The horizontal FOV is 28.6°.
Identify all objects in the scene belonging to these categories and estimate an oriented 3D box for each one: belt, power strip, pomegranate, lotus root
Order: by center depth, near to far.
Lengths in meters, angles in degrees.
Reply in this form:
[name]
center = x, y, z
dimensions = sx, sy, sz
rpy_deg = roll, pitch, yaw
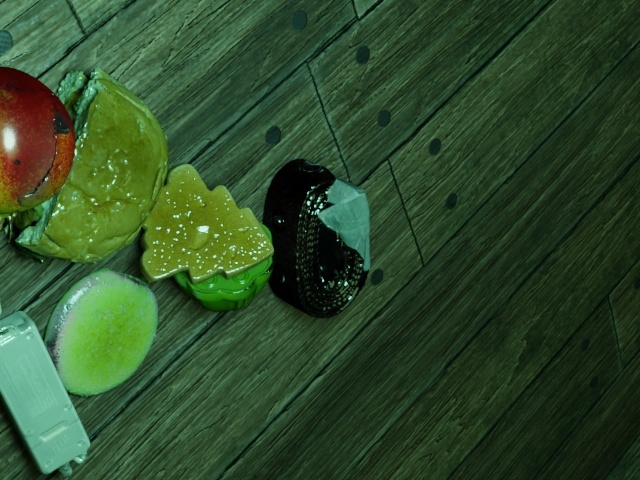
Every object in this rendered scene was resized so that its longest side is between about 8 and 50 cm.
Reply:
[pomegranate]
center = -0.447, -0.124, 1.730
dimensions = 0.210, 0.210, 0.235
rpy_deg = 4, 107, -48
[power strip]
center = -0.454, 0.254, 1.998
dimensions = 0.098, 0.058, 0.338
rpy_deg = -32, 129, -22
[lotus root]
center = -0.166, 0.059, 2.165
dimensions = 0.186, 0.186, 0.186
rpy_deg = -22, 123, -39
[belt]
center = 0.000, 0.000, 2.296
dimensions = 0.184, 0.164, 0.289
rpy_deg = -20, 122, -30

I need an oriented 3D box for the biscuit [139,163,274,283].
[biscuit]
center = -0.192, -0.012, 2.071
dimensions = 0.041, 0.238, 0.212
rpy_deg = 123, -16, -68

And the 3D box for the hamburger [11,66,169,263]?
[hamburger]
center = -0.342, -0.093, 1.912
dimensions = 0.211, 0.132, 0.309
rpy_deg = 24, 88, -47

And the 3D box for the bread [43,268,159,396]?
[bread]
center = -0.358, 0.154, 2.082
dimensions = 0.228, 0.033, 0.229
rpy_deg = -21, 121, -38
